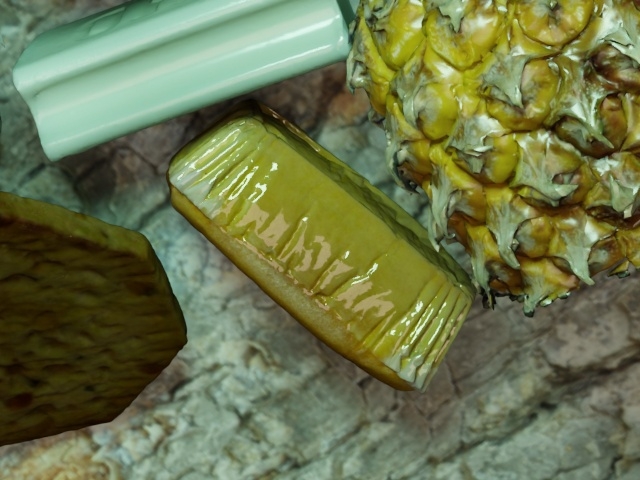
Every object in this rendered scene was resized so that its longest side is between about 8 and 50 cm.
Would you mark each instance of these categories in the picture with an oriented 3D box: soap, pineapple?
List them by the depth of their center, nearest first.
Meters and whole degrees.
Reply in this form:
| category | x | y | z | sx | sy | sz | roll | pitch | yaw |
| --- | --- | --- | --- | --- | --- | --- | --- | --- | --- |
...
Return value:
| category | x | y | z | sx | sy | sz | roll | pitch | yaw |
| --- | --- | --- | --- | --- | --- | --- | --- | --- | --- |
| pineapple | 0.201 | -0.133 | 1.519 | 0.352 | 0.352 | 0.300 | -26 | 106 | 9 |
| soap | -0.108 | -0.163 | 1.641 | 0.265 | 0.160 | 0.088 | -19 | 106 | 8 |

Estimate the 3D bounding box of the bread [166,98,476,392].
| category | x | y | z | sx | sy | sz | roll | pitch | yaw |
| --- | --- | --- | --- | --- | --- | --- | --- | --- | --- |
| bread | 0.000 | 0.000 | 1.698 | 0.288 | 0.152 | 0.119 | 39 | 99 | -11 |

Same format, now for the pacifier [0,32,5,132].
| category | x | y | z | sx | sy | sz | roll | pitch | yaw |
| --- | --- | --- | --- | --- | --- | --- | --- | --- | --- |
| pacifier | -0.367 | -0.145 | 1.611 | 0.273 | 0.332 | 0.220 | 3 | 136 | -34 |

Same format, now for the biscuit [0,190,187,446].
| category | x | y | z | sx | sy | sz | roll | pitch | yaw |
| --- | --- | --- | --- | --- | --- | --- | --- | --- | --- |
| biscuit | -0.290 | 0.074 | 1.695 | 0.359 | 0.046 | 0.359 | -7 | 143 | -5 |
